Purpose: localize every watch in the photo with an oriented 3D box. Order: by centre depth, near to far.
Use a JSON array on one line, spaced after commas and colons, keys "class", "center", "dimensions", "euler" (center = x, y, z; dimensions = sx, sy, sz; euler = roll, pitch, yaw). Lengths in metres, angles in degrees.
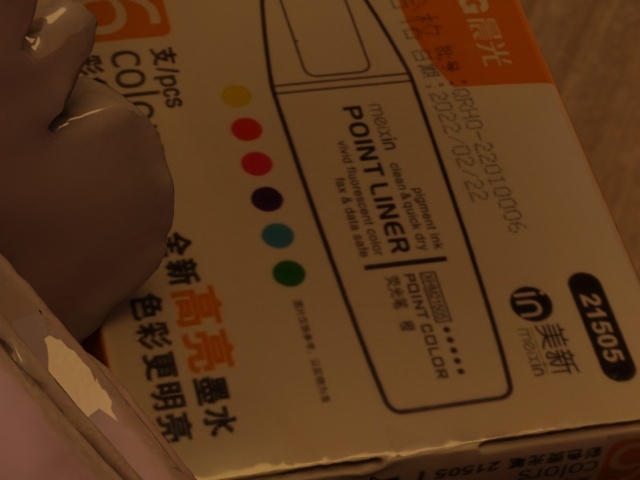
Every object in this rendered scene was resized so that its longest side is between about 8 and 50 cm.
[{"class": "watch", "center": [-0.100, 0.039, 0.522], "dimensions": [0.196, 0.244, 0.231], "euler": [-42, 57, -3]}]

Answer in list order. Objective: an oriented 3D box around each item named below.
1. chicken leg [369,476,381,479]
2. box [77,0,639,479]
[{"class": "chicken leg", "center": [0.104, 0.162, 0.598], "dimensions": [0.361, 0.140, 0.211], "euler": [-4, 57, -18]}, {"class": "box", "center": [0.000, 0.000, 0.754], "dimensions": [0.221, 0.091, 0.274], "euler": [-8, 52, -16]}]
